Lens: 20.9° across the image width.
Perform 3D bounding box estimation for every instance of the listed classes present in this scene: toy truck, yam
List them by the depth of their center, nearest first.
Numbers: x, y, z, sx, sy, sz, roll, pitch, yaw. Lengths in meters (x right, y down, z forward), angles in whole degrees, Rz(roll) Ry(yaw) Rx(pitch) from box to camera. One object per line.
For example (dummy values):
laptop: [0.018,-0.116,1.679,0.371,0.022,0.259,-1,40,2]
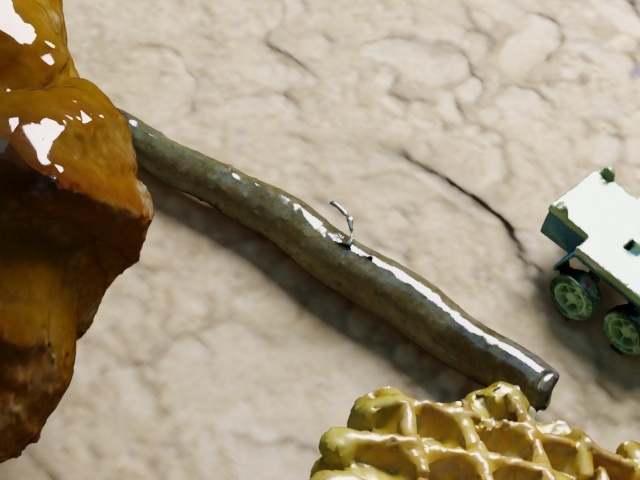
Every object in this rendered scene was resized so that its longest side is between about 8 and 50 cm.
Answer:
toy truck: [0.170,0.024,0.703,0.175,0.081,0.067,40,55,22]
yam: [-0.001,0.001,0.730,0.234,0.029,0.027,32,57,17]

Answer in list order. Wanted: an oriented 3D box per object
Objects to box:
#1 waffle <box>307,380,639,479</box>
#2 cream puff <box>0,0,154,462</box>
waffle: [0.079,0.112,0.612,0.191,0.038,0.191,16,30,-10]
cream puff: [-0.184,-0.022,0.652,0.241,0.155,0.269,-4,59,-4]
